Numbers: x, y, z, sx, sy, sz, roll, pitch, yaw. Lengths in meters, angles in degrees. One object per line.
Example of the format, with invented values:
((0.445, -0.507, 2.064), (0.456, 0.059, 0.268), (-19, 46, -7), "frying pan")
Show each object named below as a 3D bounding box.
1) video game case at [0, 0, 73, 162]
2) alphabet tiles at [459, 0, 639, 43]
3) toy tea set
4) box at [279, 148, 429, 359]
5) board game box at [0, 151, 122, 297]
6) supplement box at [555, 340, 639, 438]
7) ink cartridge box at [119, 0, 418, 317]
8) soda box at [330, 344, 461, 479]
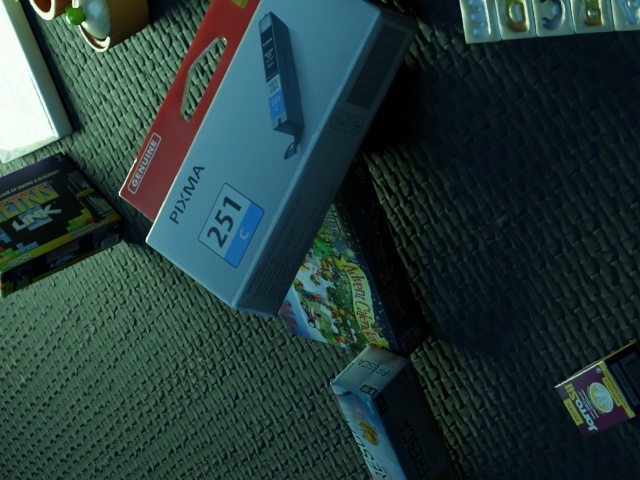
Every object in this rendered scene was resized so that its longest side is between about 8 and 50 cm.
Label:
((-0.397, -0.218, 2.413), (0.206, 0.026, 0.227), (-14, 100, 60), "video game case")
((0.144, -0.244, 1.398), (0.237, 0.009, 0.198), (2, 106, 53), "alphabet tiles")
((-0.325, -0.317, 2.119), (0.336, 0.124, 0.200), (31, 136, 45), "toy tea set")
((0.000, 0.000, 1.848), (0.159, 0.044, 0.233), (12, 133, 44), "box")
((-0.347, -0.022, 2.332), (0.141, 0.170, 0.048), (45, 147, 30), "board game box")
((0.243, 0.126, 1.620), (0.055, 0.043, 0.083), (59, 151, 7), "supplement box")
((-0.074, -0.119, 1.766), (0.261, 0.066, 0.296), (35, 103, 41), "ink cartridge box")
((0.076, 0.191, 1.872), (0.058, 0.063, 0.183), (18, 142, 44), "soda box")
